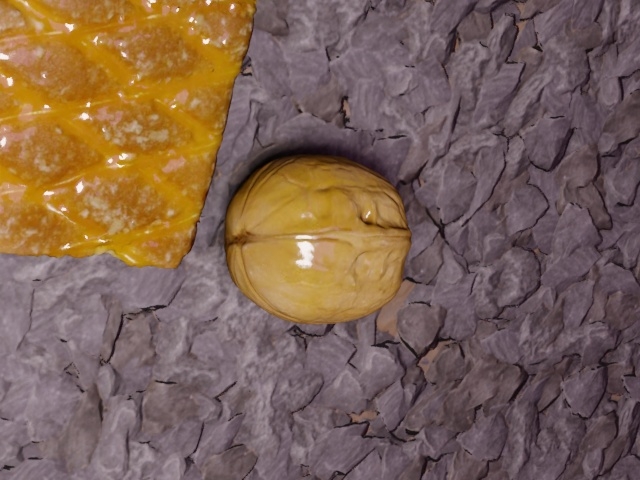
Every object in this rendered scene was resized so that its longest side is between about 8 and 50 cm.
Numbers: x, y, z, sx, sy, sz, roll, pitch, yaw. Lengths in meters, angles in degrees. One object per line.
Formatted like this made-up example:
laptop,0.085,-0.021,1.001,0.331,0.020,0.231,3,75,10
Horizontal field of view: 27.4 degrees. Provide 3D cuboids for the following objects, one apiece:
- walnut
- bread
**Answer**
walnut,0.000,0.000,1.466,0.226,0.193,0.193,11,102,-37
bread,-0.243,-0.139,1.219,0.279,0.207,0.279,4,107,-35
